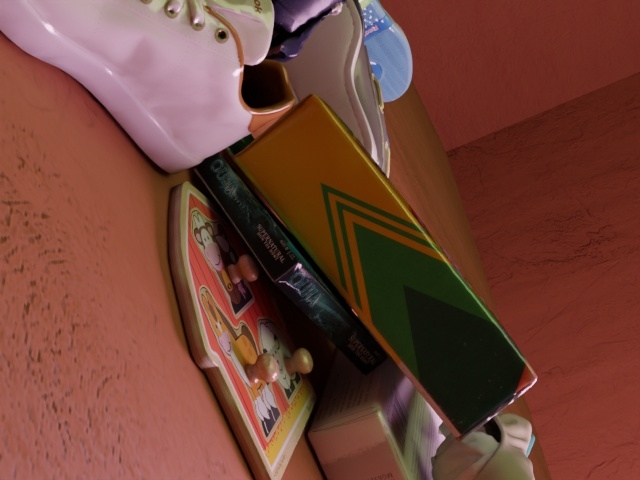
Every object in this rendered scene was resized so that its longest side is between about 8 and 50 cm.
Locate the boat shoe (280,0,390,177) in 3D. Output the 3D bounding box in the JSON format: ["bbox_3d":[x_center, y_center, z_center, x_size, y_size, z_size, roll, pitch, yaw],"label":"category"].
[{"bbox_3d":[0.017,-0.174,1.203,0.091,0.109,0.305,50,27,-57],"label":"boat shoe"}]

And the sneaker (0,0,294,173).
[{"bbox_3d":[-0.104,-0.147,0.577,0.290,0.123,0.105,45,28,-59],"label":"sneaker"}]

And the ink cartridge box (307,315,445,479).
[{"bbox_3d":[0.088,0.216,0.897,0.296,0.066,0.261,-57,123,-75],"label":"ink cartridge box"}]

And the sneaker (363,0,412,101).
[{"bbox_3d":[0.068,-0.416,1.806,0.208,0.127,0.319,-95,160,-50],"label":"sneaker"}]

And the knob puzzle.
[{"bbox_3d":[-0.049,0.047,0.688,0.213,0.030,0.213,-22,90,-78],"label":"knob puzzle"}]

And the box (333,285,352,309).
[{"bbox_3d":[0.000,0.000,0.991,0.094,0.027,0.137,25,45,-72],"label":"box"}]

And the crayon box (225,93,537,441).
[{"bbox_3d":[0.036,-0.009,0.820,0.318,0.081,0.202,51,6,-4],"label":"crayon box"}]

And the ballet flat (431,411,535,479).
[{"bbox_3d":[0.126,0.183,0.821,0.248,0.086,0.086,-20,88,-79],"label":"ballet flat"}]

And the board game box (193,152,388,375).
[{"bbox_3d":[-0.019,0.021,0.768,0.126,0.026,0.186,52,1,34],"label":"board game box"}]

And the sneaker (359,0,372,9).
[{"bbox_3d":[-0.017,-0.538,1.457,0.185,0.202,0.482,14,55,-76],"label":"sneaker"}]

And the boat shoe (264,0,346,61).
[{"bbox_3d":[-0.067,-0.270,1.009,0.127,0.158,0.340,44,-6,-26],"label":"boat shoe"}]

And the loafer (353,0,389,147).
[{"bbox_3d":[0.014,-0.213,1.314,0.095,0.109,0.302,105,-28,-78],"label":"loafer"}]
